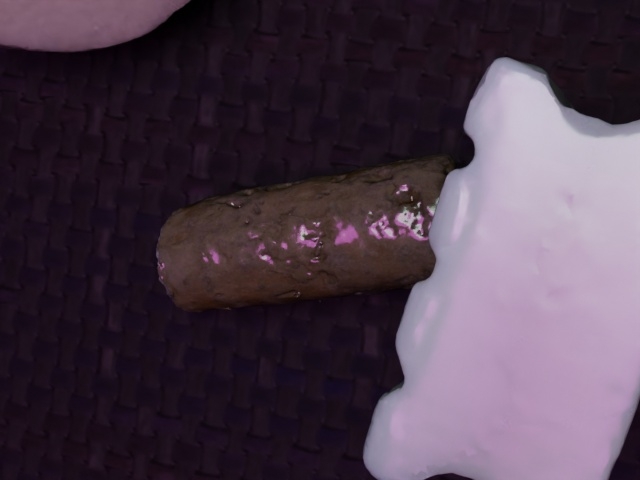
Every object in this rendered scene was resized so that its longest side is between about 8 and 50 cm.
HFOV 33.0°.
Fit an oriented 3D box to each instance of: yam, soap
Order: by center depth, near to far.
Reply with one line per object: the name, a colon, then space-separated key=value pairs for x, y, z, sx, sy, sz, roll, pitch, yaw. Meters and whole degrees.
soap: x=0.108 y=0.015 z=0.492 sx=0.087 sy=0.265 sz=0.160 roll=18 pitch=97 yaw=14
yam: x=0.000 y=0.000 z=0.623 sx=0.179 sy=0.078 sz=0.078 roll=-10 pitch=90 yaw=19

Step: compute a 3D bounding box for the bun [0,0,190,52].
bun: x=-0.156 y=-0.256 z=0.618 sx=0.263 sy=0.175 sz=0.263 roll=1 pitch=128 yaw=1
